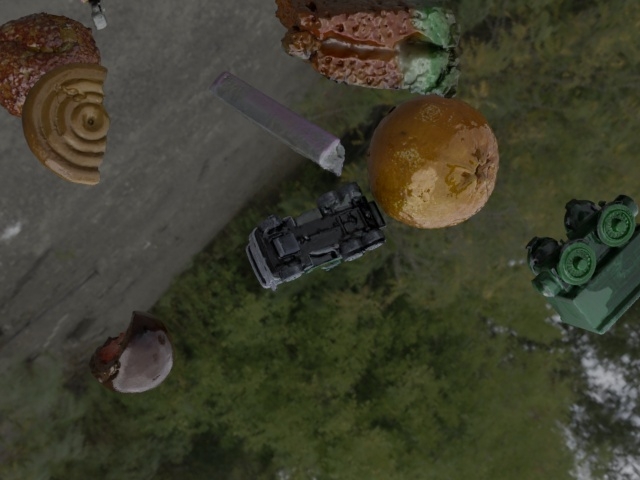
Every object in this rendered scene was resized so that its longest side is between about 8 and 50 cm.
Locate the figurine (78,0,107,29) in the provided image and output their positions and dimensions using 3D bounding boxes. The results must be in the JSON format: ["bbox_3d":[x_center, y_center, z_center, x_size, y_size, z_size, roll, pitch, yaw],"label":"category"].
[{"bbox_3d":[-0.575,-0.637,1.716,0.143,0.308,0.308,-45,177,6],"label":"figurine"}]

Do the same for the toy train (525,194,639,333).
[{"bbox_3d":[0.542,0.036,1.488,0.266,0.202,0.145,-43,-165,-8],"label":"toy train"}]

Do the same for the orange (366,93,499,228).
[{"bbox_3d":[0.286,-0.191,1.843,0.293,0.340,0.340,17,-127,45],"label":"orange"}]

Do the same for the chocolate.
[{"bbox_3d":[-0.283,0.170,1.145,0.127,0.124,0.133,1,164,-23],"label":"chocolate"}]

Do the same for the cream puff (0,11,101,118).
[{"bbox_3d":[-0.563,-0.362,1.518,0.240,0.240,0.164,-45,156,-27],"label":"cream puff"}]

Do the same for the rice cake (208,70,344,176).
[{"bbox_3d":[-0.097,-0.259,1.585,0.070,0.399,0.064,-55,150,0],"label":"rice cake"}]

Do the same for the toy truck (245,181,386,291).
[{"bbox_3d":[0.001,-0.002,1.798,0.364,0.176,0.178,-20,168,-28],"label":"toy truck"}]

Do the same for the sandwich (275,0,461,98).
[{"bbox_3d":[0.046,-0.279,0.972,0.292,0.212,0.109,-111,-156,-59],"label":"sandwich"}]

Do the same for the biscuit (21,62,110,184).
[{"bbox_3d":[-0.437,-0.213,1.294,0.033,0.145,0.224,153,-58,-61],"label":"biscuit"}]
